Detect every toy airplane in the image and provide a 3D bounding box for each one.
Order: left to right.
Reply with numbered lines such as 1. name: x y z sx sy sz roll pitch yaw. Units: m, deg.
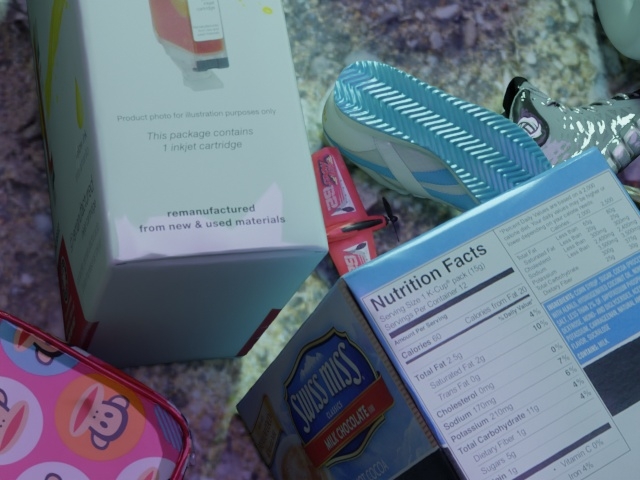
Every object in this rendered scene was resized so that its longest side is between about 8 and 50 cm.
1. toy airplane: 0.000 0.000 1.362 0.151 0.028 0.151 4 78 -18

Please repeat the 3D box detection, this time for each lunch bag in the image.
1. lunch bag: -0.222 0.217 1.143 0.258 0.120 0.293 29 77 -3

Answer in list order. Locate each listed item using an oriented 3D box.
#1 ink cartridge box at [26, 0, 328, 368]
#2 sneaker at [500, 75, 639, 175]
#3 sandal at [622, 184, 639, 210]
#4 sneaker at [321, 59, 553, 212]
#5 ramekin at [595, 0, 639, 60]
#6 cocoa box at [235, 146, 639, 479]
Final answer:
1. ink cartridge box: -0.131 -0.120 1.233 0.160 0.279 0.385 -4 71 -16
2. sneaker: 0.241 -0.119 1.450 0.132 0.086 0.228 46 66 6
3. sandal: 0.341 -0.025 1.448 0.180 0.072 0.049 15 77 -17
4. sneaker: 0.108 -0.073 1.385 0.228 0.092 0.087 32 65 0
5. ramekin: 0.344 -0.290 1.445 0.135 0.277 0.277 -1 70 -8
6. cocoa box: 0.114 0.126 1.172 0.231 0.347 0.228 -27 79 -23
